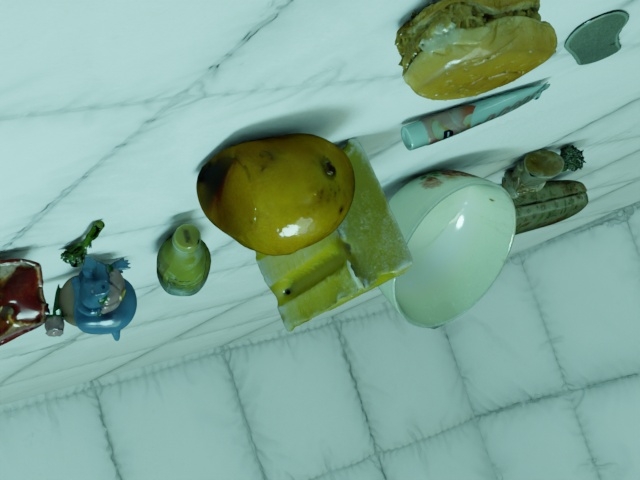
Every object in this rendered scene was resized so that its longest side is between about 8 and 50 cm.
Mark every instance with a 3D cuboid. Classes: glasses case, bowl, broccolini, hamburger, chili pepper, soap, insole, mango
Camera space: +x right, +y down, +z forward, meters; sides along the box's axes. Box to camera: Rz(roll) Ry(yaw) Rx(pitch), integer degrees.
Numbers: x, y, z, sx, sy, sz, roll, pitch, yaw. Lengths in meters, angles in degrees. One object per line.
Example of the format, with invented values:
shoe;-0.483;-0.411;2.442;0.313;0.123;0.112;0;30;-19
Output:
glasses case;0.389;-0.058;2.468;0.425;0.098;0.156;-12;174;-39
bowl;0.186;-0.004;2.006;0.277;0.145;0.277;-24;133;-29
broccolini;-0.316;0.001;1.574;0.035;0.030;0.140;22;153;-15
hamburger;0.144;-0.186;1.119;0.147;0.083;0.138;-9;172;-35
chili pepper;-0.455;0.088;1.605;0.144;0.136;0.253;-62;-162;-16
broccolini;0.469;-0.150;2.258;0.054;0.051;0.239;-25;178;7
soap;0.000;0.000;1.648;0.091;0.199;0.315;-20;172;-23
insole;0.336;-0.242;1.441;0.080;0.003;0.232;-20;172;11
mango;-0.048;-0.050;1.422;0.166;0.136;0.236;-17;178;-30

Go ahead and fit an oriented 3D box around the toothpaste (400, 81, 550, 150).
toothpaste;0.204;-0.166;1.560;0.205;0.036;0.056;-20;171;-14

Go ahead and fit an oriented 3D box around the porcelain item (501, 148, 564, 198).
porcelain item;0.382;-0.116;2.208;0.084;0.054;0.213;2;169;-8

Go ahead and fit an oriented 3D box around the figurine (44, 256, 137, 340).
figurine;-0.351;0.083;1.783;0.144;0.114;0.178;-10;159;-9

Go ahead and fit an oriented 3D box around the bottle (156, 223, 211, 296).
bottle;-0.202;0.024;1.764;0.083;0.083;0.269;-17;168;-13
